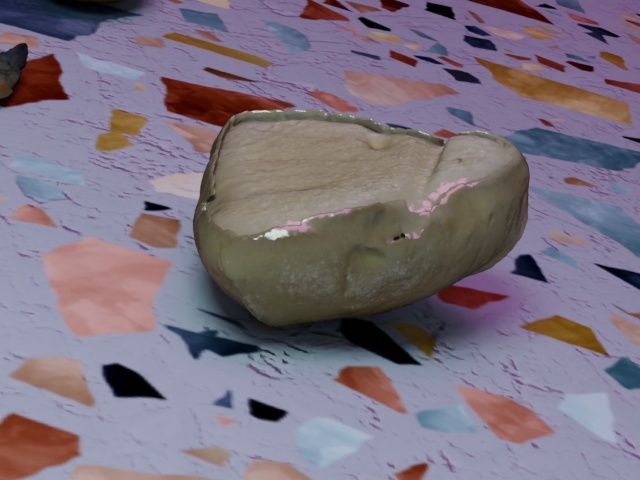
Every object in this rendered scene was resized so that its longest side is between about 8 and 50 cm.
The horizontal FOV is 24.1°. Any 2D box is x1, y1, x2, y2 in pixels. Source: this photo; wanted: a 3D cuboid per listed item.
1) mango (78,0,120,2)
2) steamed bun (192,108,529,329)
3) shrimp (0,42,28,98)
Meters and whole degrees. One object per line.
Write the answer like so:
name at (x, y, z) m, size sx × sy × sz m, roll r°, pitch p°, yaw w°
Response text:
mango at (-0.225, -0.283, 1.455) m, size 0.137 × 0.098 × 0.195 m, roll 19°, pitch 29°, yaw -2°
steamed bun at (0.028, -0.005, 0.964) m, size 0.212 × 0.110 × 0.231 m, roll -1°, pitch 26°, yaw 4°
shrimp at (-0.305, -0.156, 1.175) m, size 0.150 × 0.051 × 0.217 m, roll 15°, pitch 30°, yaw -12°
